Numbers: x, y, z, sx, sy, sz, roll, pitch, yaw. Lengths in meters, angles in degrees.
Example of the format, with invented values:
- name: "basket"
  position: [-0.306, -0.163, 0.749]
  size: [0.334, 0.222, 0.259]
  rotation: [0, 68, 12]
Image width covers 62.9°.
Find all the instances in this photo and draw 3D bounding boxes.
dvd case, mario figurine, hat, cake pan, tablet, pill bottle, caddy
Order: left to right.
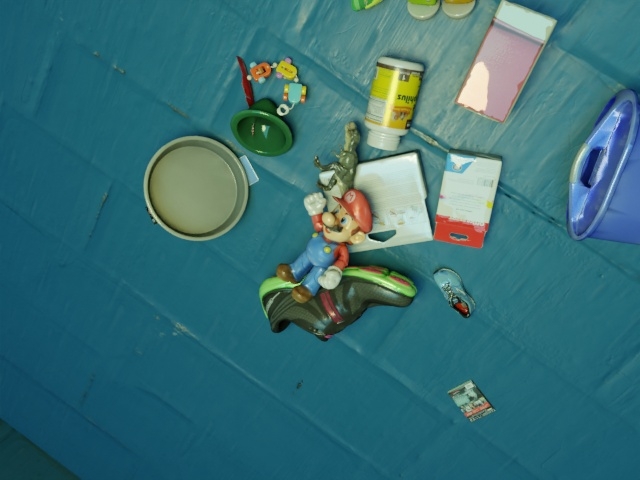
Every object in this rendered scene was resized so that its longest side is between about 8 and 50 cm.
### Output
- name: "cake pan"
  position: [-0.352, -0.146, 1.486]
  size: [0.054, 0.293, 0.294]
  rotation: [1, 117, 64]
- name: "tablet"
  position: [-0.221, -0.203, 1.542]
  size: [0.054, 0.006, 0.083]
  rotation: [-24, 101, 24]
- name: "hat"
  position: [-0.148, -0.368, 1.453]
  size: [0.172, 0.184, 0.209]
  rotation: [3, 149, 14]
- name: "mario figurine"
  position: [0.000, 0.000, 1.336]
  size: [0.198, 0.170, 0.321]
  rotation: [36, 107, -1]
- name: "pill bottle"
  position: [0.178, -0.340, 1.304]
  size: [0.117, 0.117, 0.215]
  rotation: [16, 114, 12]
- name: "dvd case"
  position: [0.453, 0.483, 1.573]
  size: [0.087, 0.013, 0.119]
  rotation: [-37, 96, 25]
- name: "caddy"
  position: [0.650, -0.154, 1.156]
  size: [0.179, 0.241, 0.342]
  rotation: [14, 112, 8]

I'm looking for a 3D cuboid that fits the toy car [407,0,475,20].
- name: "toy car"
  position: [0.273, -0.595, 1.182]
  size: [0.181, 0.159, 0.137]
  rotation: [5, 76, 16]

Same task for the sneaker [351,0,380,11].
- name: "sneaker"
  position: [0.042, -0.678, 1.229]
  size: [0.123, 0.109, 0.296]
  rotation: [-29, 93, 30]

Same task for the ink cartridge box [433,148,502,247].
- name: "ink cartridge box"
  position: [0.375, -0.108, 1.347]
  size: [0.134, 0.078, 0.231]
  rotation: [12, 112, 14]

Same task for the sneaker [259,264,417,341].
- name: "sneaker"
  position: [0.050, 0.180, 1.484]
  size: [0.482, 0.185, 0.203]
  rotation: [-9, 85, 30]

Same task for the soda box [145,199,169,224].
- name: "soda box"
  position: [-0.439, -0.106, 1.555]
  size: [0.053, 0.169, 0.060]
  rotation: [-19, 103, 26]

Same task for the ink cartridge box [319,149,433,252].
- name: "ink cartridge box"
  position: [0.157, -0.101, 1.430]
  size: [0.274, 0.060, 0.239]
  rotation: [-9, 107, 21]

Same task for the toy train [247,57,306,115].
- name: "toy train"
  position: [-0.110, -0.411, 1.390]
  size: [0.125, 0.046, 0.166]
  rotation: [-33, 85, -5]

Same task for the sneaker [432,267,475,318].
- name: "sneaker"
  position: [0.371, 0.146, 1.443]
  size: [0.063, 0.073, 0.162]
  rotation: [-39, 94, 26]

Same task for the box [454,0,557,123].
- name: "box"
  position: [0.414, -0.402, 1.189]
  size: [0.126, 0.148, 0.233]
  rotation: [25, 114, 8]

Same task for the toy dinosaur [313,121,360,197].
- name: "toy dinosaur"
  position: [0.045, -0.174, 1.378]
  size: [0.118, 0.064, 0.269]
  rotation: [4, 113, 10]
